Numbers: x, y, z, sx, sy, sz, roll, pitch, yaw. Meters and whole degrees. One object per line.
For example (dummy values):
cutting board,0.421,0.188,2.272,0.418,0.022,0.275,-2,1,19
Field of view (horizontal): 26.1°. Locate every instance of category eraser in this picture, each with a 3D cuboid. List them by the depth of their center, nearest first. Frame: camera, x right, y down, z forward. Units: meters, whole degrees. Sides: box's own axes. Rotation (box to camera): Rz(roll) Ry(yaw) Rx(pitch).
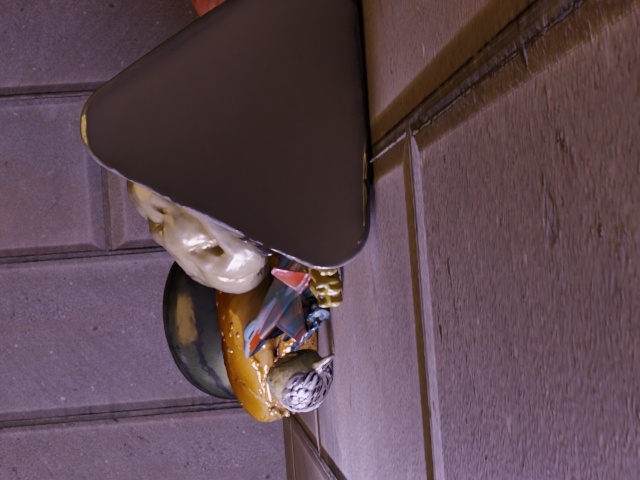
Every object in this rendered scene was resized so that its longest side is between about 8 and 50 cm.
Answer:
eraser,-0.058,-0.157,1.499,0.150,0.331,0.331,-128,34,-84

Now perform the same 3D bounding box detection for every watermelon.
watermelon,-0.174,0.133,2.715,0.279,0.278,0.360,101,166,-72

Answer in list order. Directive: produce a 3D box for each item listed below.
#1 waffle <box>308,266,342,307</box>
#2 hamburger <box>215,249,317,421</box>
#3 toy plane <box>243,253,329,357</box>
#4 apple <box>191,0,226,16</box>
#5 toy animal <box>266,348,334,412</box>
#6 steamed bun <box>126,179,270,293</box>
waffle,-0.003,0.000,1.900,0.194,0.051,0.149,-109,17,-70
hamburger,-0.091,0.163,2.399,0.314,0.170,0.290,-106,7,-62
toy plane,-0.053,0.099,2.132,0.326,0.104,0.223,112,156,-52
apple,-0.085,-0.350,1.753,0.174,0.188,0.188,79,-178,-51
toy animal,-0.017,0.213,2.089,0.137,0.098,0.098,-13,78,42
steamed bun,-0.141,-0.119,2.208,0.325,0.230,0.372,48,-139,-23
